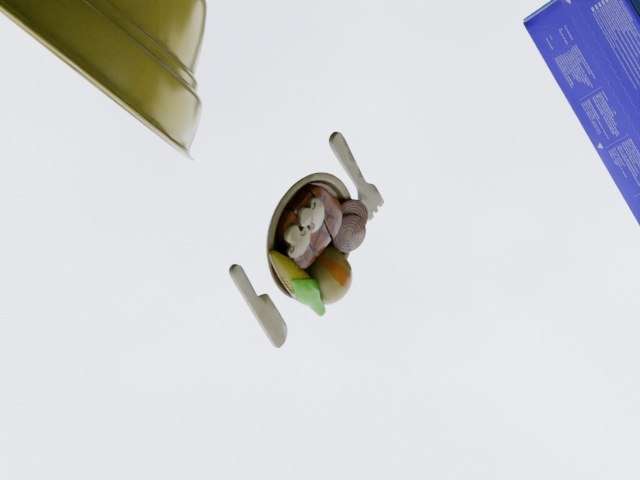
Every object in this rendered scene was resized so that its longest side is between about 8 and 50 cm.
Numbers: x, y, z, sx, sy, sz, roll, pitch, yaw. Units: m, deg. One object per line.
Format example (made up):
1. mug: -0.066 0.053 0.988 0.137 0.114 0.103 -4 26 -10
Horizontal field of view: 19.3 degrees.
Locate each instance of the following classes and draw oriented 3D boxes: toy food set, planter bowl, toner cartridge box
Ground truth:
1. toy food set: 0.000 0.000 1.778 0.038 0.132 0.192 15 -120 39
2. planter bowl: -0.134 -0.148 1.121 0.217 0.090 0.217 39 179 1
3. toner cartridge box: 0.385 -0.145 2.151 0.075 0.348 0.165 -28 178 -38
